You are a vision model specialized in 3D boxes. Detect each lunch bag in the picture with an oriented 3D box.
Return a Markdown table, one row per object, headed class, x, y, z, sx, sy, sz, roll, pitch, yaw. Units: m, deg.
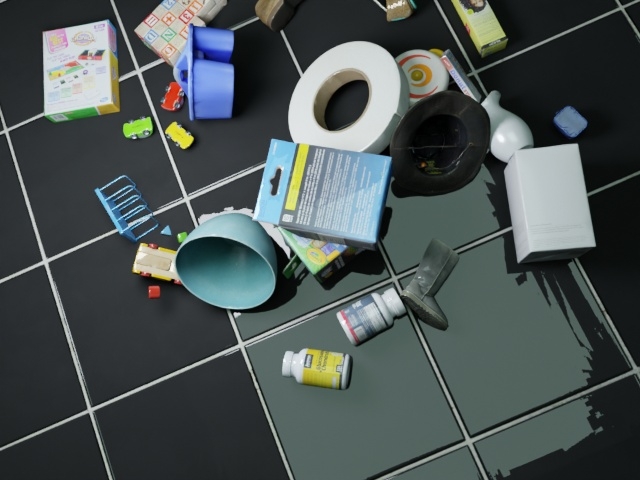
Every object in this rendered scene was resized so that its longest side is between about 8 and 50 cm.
| class | x | y | z | sx | sy | sz | roll | pitch | yaw |
| --- | --- | --- | --- | --- | --- | --- | --- | --- | --- |
| lunch bag | 0.743 | -0.352 | 1.807 | 0.067 | 0.065 | 0.098 | -42 | 77 | 13 |

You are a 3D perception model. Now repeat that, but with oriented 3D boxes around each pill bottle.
| class | x | y | z | sx | sy | sz | roll | pitch | yaw |
| --- | --- | --- | --- | --- | --- | --- | --- | --- | --- |
| pill bottle | -0.011 | 0.363 | 1.720 | 0.184 | 0.103 | 0.103 | 6 | 78 | 8 |
| pill bottle | 0.148 | 0.213 | 1.732 | 0.180 | 0.108 | 0.108 | -29 | 76 | 0 |

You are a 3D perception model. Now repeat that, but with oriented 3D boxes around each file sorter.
| class | x | y | z | sx | sy | sz | roll | pitch | yaw |
| --- | --- | --- | --- | --- | --- | --- | --- | --- | --- |
| file sorter | -0.600 | -0.100 | 1.892 | 0.104 | 0.118 | 0.170 | -33 | 76 | -4 |

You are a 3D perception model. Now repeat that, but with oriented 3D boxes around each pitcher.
| class | x | y | z | sx | sy | sz | roll | pitch | yaw |
| --- | --- | --- | --- | --- | --- | --- | --- | --- | --- |
| pitcher | 0.518 | -0.318 | 1.807 | 0.178 | 0.125 | 0.207 | -36 | 64 | 15 |

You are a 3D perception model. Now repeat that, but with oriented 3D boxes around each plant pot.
| class | x | y | z | sx | sy | sz | roll | pitch | yaw |
| --- | --- | --- | --- | --- | --- | --- | --- | --- | --- |
| plant pot | -0.253 | 0.031 | 1.761 | 0.290 | 0.290 | 0.195 | 5 | 43 | 8 |

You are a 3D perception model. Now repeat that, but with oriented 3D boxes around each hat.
| class | x | y | z | sx | sy | sz | roll | pitch | yaw |
| --- | --- | --- | --- | --- | --- | --- | --- | --- | --- |
| hat | 0.339 | -0.303 | 1.781 | 0.331 | 0.331 | 0.134 | -16 | 37 | 3 |

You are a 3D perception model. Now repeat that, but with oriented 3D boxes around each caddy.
| class | x | y | z | sx | sy | sz | roll | pitch | yaw |
| --- | --- | --- | --- | --- | --- | --- | --- | --- | --- |
| caddy | -0.359 | -0.508 | 1.853 | 0.179 | 0.341 | 0.241 | 1 | 76 | -10 |

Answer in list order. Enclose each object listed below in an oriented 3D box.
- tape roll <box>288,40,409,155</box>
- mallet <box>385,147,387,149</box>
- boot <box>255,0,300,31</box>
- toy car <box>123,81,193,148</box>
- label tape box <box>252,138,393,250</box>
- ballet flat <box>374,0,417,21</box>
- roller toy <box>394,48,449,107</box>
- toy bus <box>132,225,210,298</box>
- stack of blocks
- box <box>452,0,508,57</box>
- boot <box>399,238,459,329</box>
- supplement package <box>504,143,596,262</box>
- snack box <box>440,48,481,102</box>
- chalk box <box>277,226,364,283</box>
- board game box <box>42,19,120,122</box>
| class | x | y | z | sx | sy | sz | roll | pitch | yaw |
| --- | --- | --- | --- | --- | --- | --- | --- | --- | --- |
| tape roll | 0.079 | -0.407 | 1.817 | 0.392 | 0.072 | 0.391 | -10 | 71 | 31 |
| mallet | 0.261 | -0.309 | 1.874 | 0.190 | 0.039 | 0.062 | 2 | 76 | 4 |
| boot | -0.099 | -0.845 | 1.995 | 0.115 | 0.112 | 0.305 | 43 | 95 | 25 |
| toy car | -0.531 | -0.383 | 1.979 | 0.225 | 0.053 | 0.239 | -15 | 75 | 4 |
| label tape box | 0.011 | -0.125 | 1.642 | 0.334 | 0.106 | 0.240 | 11 | 79 | 10 |
| ballet flat | 0.199 | -0.863 | 1.979 | 0.124 | 0.116 | 0.342 | -26 | 79 | 21 |
| roller toy | 0.296 | -0.476 | 1.847 | 0.209 | 0.146 | 0.191 | -12 | 76 | 4 |
| toy bus | -0.471 | 0.076 | 1.841 | 0.191 | 0.104 | 0.202 | -31 | 95 | -21 |
| stack of blocks | -0.451 | -0.740 | 2.031 | 0.171 | 0.087 | 0.297 | 40 | 85 | 13 |
| box | 0.502 | -0.702 | 1.918 | 0.087 | 0.058 | 0.232 | -24 | 76 | 1 |
| boot | 0.342 | 0.127 | 1.748 | 0.189 | 0.076 | 0.208 | 44 | 63 | -15 |
| supplement package | 0.639 | -0.099 | 1.704 | 0.175 | 0.177 | 0.292 | -6 | 78 | 6 |
| snack box | 0.422 | -0.487 | 1.811 | 0.022 | 0.064 | 0.178 | -29 | 109 | 36 |
| chalk box | 0.000 | 0.000 | 1.761 | 0.289 | 0.180 | 0.179 | -37 | 75 | -3 |
| board game box | -0.812 | -0.574 | 2.051 | 0.242 | 0.064 | 0.316 | -8 | 77 | 5 |
